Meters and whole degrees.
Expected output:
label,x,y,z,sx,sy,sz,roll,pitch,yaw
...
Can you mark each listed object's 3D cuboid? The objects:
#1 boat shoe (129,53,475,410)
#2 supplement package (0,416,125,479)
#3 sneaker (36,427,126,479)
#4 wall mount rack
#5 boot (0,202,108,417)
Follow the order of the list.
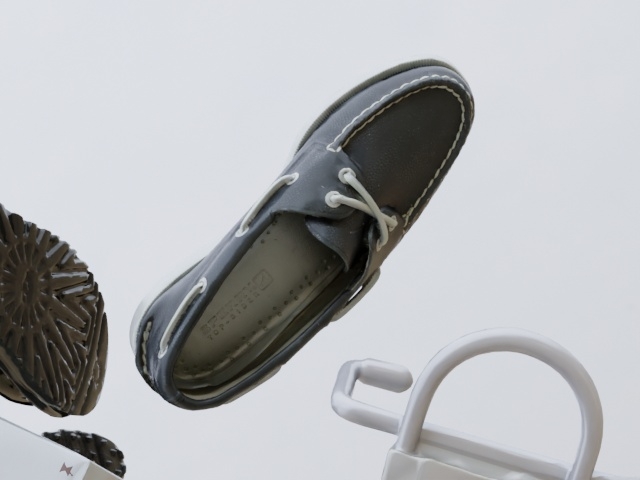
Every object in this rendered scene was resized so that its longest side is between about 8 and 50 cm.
label,x,y,z,sx,sy,sz,roll,pitch,yaw
boat shoe,0.000,0.000,1.320,0.302,0.114,0.091,-48,22,1
supplement package,-0.243,0.247,1.505,0.194,0.149,0.203,-63,-21,-10
sneaker,-0.297,0.228,1.820,0.234,0.078,0.106,-11,-5,-36
wall mount rack,0.130,0.216,1.185,0.130,0.304,0.350,-63,-11,-74
boot,-0.351,0.038,1.604,0.348,0.260,0.131,50,-136,-51
